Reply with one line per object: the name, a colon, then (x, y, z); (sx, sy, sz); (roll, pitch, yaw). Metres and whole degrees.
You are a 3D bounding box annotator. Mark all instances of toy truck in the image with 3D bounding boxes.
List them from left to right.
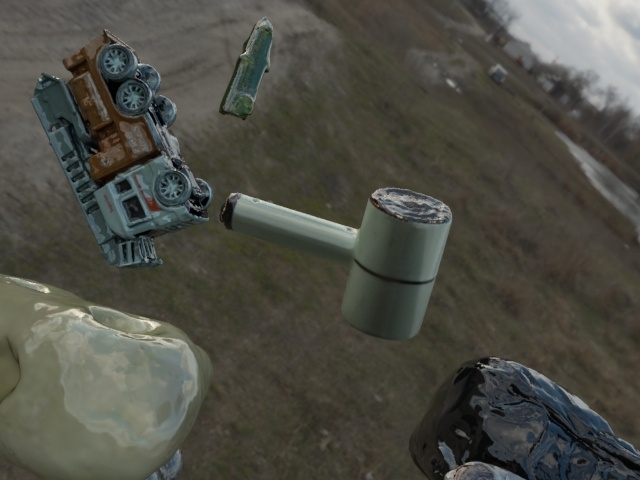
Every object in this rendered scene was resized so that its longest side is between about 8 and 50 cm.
toy truck: (-0.292, -0.120, 1.206); (0.133, 0.184, 0.338); (15, 50, -81)

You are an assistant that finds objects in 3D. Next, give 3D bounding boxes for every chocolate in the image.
chocolate: (-0.341, 0.456, 1.566); (0.110, 0.110, 0.248); (44, 14, 2)

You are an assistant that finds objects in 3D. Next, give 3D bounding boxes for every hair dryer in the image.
hair dryer: (0.000, 0.000, 1.219); (0.362, 0.203, 0.128); (17, 24, 10)

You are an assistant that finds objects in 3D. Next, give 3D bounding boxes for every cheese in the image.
cheese: (-0.183, 0.127, 0.731); (0.351, 0.129, 0.328); (13, -10, 36)

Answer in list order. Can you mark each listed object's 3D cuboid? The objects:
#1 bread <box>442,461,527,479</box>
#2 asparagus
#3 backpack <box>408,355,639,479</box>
bread: (0.180, 0.323, 0.784); (0.224, 0.142, 0.212); (13, 25, -39)
asparagus: (-0.052, -0.127, 0.602); (0.025, 0.021, 0.108); (13, 55, 0)
backpack: (0.324, 0.356, 1.074); (0.446, 0.255, 0.363); (33, -8, 9)
